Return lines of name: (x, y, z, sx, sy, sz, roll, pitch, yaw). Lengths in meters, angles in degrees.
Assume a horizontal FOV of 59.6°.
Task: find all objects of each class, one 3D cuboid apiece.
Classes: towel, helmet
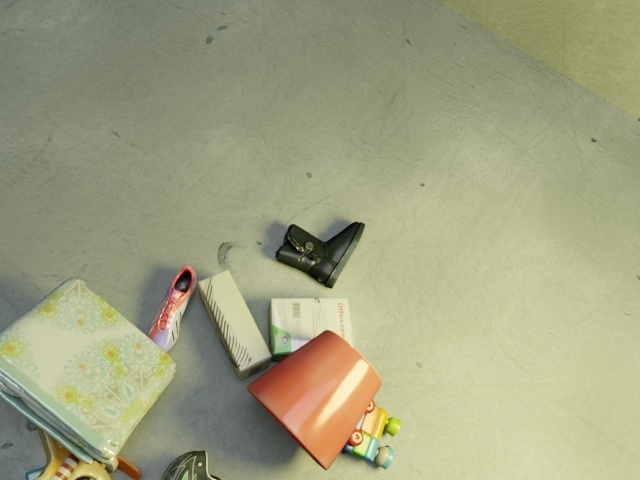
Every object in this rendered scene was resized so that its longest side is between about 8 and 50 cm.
towel: (-0.555, 0.299, 1.315, 0.374, 0.090, 0.320, 43, 32, -6)
helmet: (-0.292, 0.576, 1.279, 0.161, 0.169, 0.169, 42, 61, -7)

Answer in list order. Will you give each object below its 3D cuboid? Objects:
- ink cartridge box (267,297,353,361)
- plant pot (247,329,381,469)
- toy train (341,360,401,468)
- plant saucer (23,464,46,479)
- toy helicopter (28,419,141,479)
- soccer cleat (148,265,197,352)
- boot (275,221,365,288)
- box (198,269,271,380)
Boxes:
ink cartridge box: (-0.031, 0.247, 1.546, 0.219, 0.093, 0.160, 1, 63, -11)
plant pot: (0.000, 0.371, 1.362, 0.275, 0.275, 0.243, 43, 72, 13)
toy train: (0.151, 0.458, 1.468, 0.143, 0.105, 0.248, 30, 60, -6)
plant saucer: (-0.627, 0.615, 1.276, 0.067, 0.018, 0.192, -14, 65, -18)
toy helicopter: (-0.563, 0.494, 1.268, 0.235, 0.140, 0.355, -14, 76, -52)
soccer cleat: (-0.401, 0.184, 1.508, 0.083, 0.095, 0.248, 19, 60, 0)
boot: (0.000, 0.000, 1.684, 0.207, 0.094, 0.247, 30, 67, 2)
box: (-0.234, 0.227, 1.509, 0.094, 0.113, 0.275, -23, 67, -20)
